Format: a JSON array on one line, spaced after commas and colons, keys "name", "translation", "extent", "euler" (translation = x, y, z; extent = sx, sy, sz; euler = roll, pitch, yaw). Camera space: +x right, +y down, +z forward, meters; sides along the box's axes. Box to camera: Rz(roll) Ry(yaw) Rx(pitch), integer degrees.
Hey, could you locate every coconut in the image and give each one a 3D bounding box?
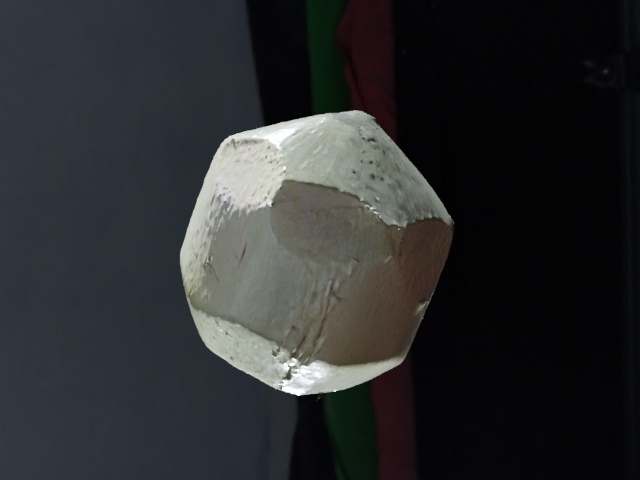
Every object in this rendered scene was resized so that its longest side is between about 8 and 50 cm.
[{"name": "coconut", "translation": [0.001, 0.001, 0.542], "extent": [0.161, 0.161, 0.162], "euler": [48, -57, 53]}]
